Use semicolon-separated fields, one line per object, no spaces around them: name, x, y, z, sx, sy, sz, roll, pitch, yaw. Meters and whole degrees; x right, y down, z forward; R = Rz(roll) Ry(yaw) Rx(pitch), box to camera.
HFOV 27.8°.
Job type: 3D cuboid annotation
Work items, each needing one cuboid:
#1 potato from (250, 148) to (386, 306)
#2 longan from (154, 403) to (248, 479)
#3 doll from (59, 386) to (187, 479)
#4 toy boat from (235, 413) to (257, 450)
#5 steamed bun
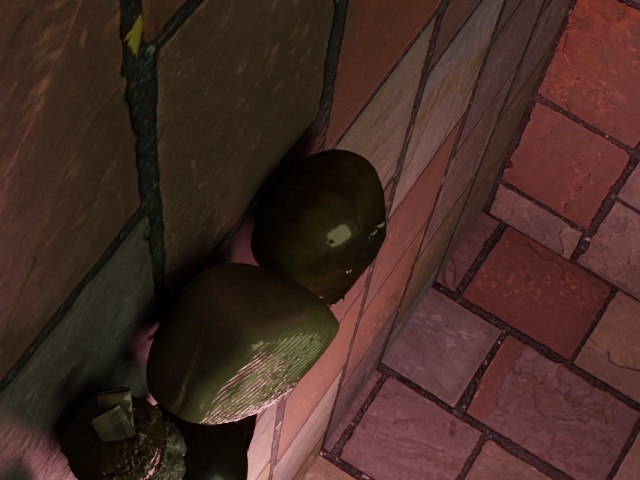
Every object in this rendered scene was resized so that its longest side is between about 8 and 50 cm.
potato;0.000;0.000;1.606;0.191;0.141;0.296;-54;171;-21
longan;-0.171;0.274;1.561;0.187;0.167;0.167;-8;133;-49
doll;-0.203;0.211;1.312;0.221;0.115;0.105;77;21;-74
toy boat;-0.163;0.302;1.989;0.219;0.072;0.318;-44;154;-45
steamed bun;-0.101;0.103;1.431;0.170;0.152;0.239;-53;157;17
